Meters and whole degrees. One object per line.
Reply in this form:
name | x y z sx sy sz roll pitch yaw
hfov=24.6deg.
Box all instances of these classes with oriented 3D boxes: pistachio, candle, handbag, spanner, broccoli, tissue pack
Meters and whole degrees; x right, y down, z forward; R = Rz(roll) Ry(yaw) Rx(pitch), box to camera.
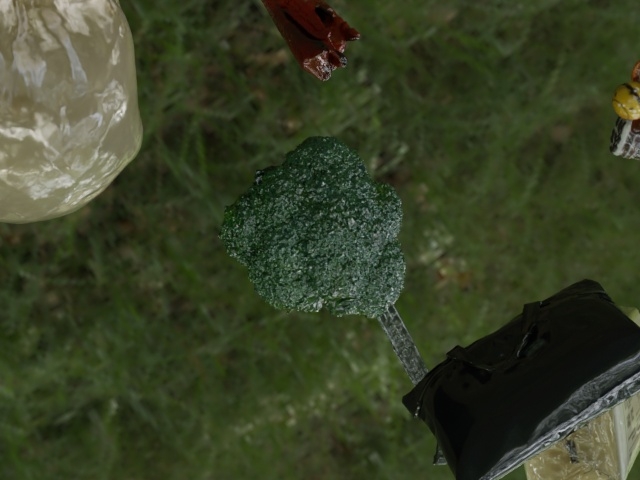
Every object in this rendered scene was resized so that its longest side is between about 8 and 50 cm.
pistachio | -0.399 -0.201 1.825 0.365 0.281 0.445 -35 140 3
candle | -0.038 -0.291 1.833 0.084 0.302 0.059 -14 130 -21
handbag | 0.214 0.141 1.503 0.254 0.211 0.089 -34 115 -2
spanner | 0.155 0.210 2.100 0.093 0.325 0.026 -29 172 5
broccoli | 0.000 0.000 2.103 0.254 0.269 0.269 -33 155 -10
tissue pack | 0.317 0.186 1.749 0.125 0.159 0.234 -6 -169 22

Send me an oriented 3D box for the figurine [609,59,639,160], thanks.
figurine | 0.586 -0.245 2.179 0.320 0.196 0.323 -26 152 -23
